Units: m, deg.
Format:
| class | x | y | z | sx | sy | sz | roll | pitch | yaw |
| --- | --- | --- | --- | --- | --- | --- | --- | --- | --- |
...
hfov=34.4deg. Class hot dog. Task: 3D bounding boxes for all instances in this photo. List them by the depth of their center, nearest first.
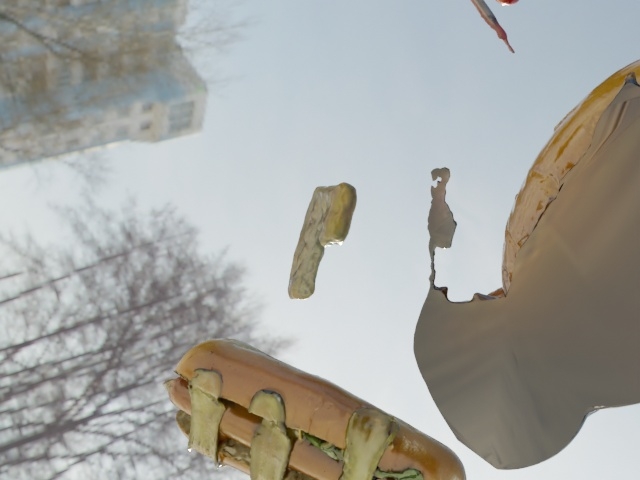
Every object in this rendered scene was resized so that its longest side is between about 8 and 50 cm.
| class | x | y | z | sx | sy | sz | roll | pitch | yaw |
| --- | --- | --- | --- | --- | --- | --- | --- | --- | --- |
| hot dog | 0.183 | -0.012 | 0.632 | 0.326 | 0.107 | 0.194 | -38 | -87 | 34 |
| hot dog | -0.006 | 0.155 | 0.788 | 0.270 | 0.072 | 0.109 | 21 | -54 | 22 |

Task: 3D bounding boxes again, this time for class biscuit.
| class | x | y | z | sx | sy | sz | roll | pitch | yaw |
| --- | --- | --- | --- | --- | --- | --- | --- | --- | --- |
| biscuit | 0.000 | 0.000 | 1.454 | 0.183 | 0.039 | 0.174 | 168 | -62 | -76 |

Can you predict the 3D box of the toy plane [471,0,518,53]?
| class | x | y | z | sx | sy | sz | roll | pitch | yaw |
| --- | --- | --- | --- | --- | --- | --- | --- | --- | --- |
| toy plane | 0.107 | -0.233 | 0.689 | 0.077 | 0.126 | 0.194 | -39 | -147 | 50 |
